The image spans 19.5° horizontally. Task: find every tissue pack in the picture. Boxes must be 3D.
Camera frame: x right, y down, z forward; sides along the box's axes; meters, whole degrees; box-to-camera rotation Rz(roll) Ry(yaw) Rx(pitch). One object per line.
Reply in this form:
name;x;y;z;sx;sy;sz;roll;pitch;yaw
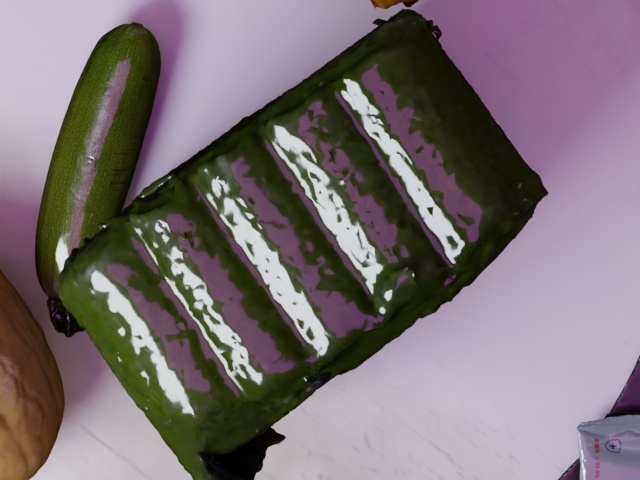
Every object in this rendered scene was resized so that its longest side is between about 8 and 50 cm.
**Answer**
tissue pack;0.267;0.235;1.530;0.122;0.026;0.193;0;99;-2

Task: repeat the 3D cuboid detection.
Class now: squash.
squash;-0.182;-0.051;1.467;0.066;0.066;0.252;17;97;-3

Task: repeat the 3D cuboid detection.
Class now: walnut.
walnut;-0.302;0.108;1.434;0.195;0.195;0.222;-31;105;3

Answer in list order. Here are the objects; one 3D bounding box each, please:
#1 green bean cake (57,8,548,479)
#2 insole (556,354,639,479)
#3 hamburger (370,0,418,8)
green bean cake;0.000;0.000;1.344;0.319;0.335;0.218;-36;96;8
insole;0.251;0.200;1.541;0.111;0.007;0.328;28;97;-7
hamburger;0.054;-0.330;1.363;0.276;0.179;0.294;39;69;-8
